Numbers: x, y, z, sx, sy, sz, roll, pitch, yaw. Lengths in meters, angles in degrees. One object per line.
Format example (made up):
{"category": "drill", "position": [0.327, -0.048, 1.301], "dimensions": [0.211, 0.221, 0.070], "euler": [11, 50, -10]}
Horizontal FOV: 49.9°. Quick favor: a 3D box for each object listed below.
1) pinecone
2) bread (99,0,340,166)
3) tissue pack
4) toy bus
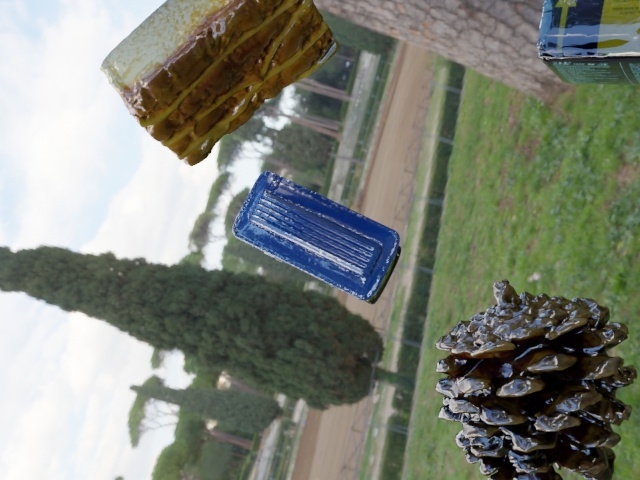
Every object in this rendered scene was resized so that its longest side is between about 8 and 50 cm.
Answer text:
{"category": "pinecone", "position": [0.247, 0.176, 0.820], "dimensions": [0.243, 0.243, 0.257], "euler": [-75, -14, -66]}
{"category": "bread", "position": [-0.129, -0.242, 0.908], "dimensions": [0.274, 0.114, 0.185], "euler": [-38, -34, 5]}
{"category": "tissue pack", "position": [0.710, -0.471, 1.480], "dimensions": [0.264, 0.416, 0.254], "euler": [7, -89, -53]}
{"category": "toy bus", "position": [0.000, 0.000, 1.290], "dimensions": [0.138, 0.287, 0.175], "euler": [-63, -11, -5]}
